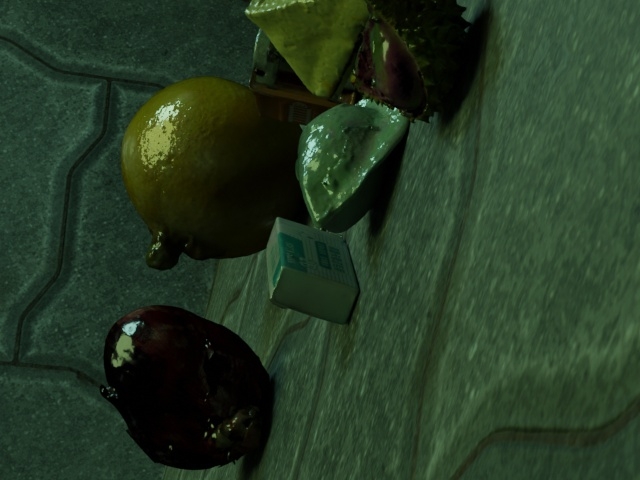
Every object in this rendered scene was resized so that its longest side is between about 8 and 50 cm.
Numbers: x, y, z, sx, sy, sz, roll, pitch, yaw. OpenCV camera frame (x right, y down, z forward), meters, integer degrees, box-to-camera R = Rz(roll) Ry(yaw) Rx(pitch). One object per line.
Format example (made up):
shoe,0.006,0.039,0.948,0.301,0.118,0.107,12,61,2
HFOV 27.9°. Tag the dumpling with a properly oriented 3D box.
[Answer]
dumpling,0.029,-0.102,1.489,0.216,0.105,0.149,-82,12,-50

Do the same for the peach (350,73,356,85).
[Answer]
peach,0.076,-0.224,1.617,0.077,0.050,0.083,-46,21,45

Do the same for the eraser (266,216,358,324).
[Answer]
eraser,-0.014,0.033,1.546,0.225,0.096,0.052,-104,31,-74

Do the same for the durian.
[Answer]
durian,0.105,-0.172,1.251,0.108,0.119,0.186,62,166,21

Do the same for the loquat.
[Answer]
loquat,-0.187,-0.100,2.160,0.359,0.328,0.328,-61,4,-17

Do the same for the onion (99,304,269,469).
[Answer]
onion,-0.202,0.210,1.906,0.221,0.281,0.281,-40,3,-9

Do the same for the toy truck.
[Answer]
toy truck,0.005,-0.369,1.981,0.207,0.173,0.387,101,-179,-77

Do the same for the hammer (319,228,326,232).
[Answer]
hammer,0.000,0.000,1.814,0.062,0.017,0.182,135,149,-74

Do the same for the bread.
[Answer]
bread,0.072,-0.343,1.696,0.236,0.198,0.263,-16,40,42
